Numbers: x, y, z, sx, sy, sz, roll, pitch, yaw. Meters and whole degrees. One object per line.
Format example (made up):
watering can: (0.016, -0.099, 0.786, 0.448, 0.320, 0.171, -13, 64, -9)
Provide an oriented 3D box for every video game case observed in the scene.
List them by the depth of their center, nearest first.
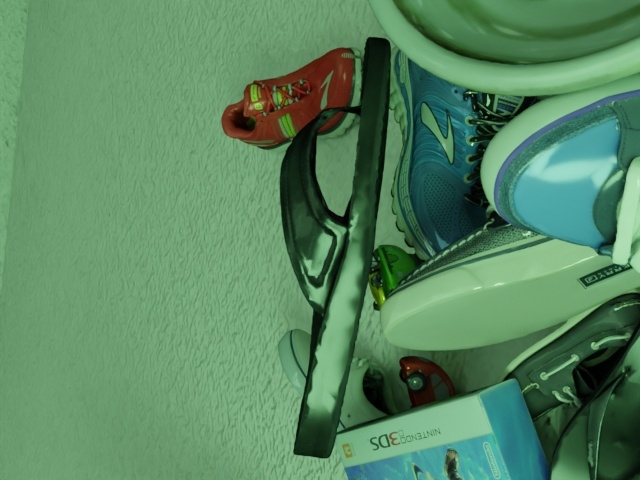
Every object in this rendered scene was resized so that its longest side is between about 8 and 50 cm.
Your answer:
video game case: (0.140, 0.294, 0.994, 0.244, 0.061, 0.269, -31, 75, 52)

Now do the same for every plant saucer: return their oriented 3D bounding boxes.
plant saucer: (0.215, -0.280, 0.757, 0.400, 0.100, 0.400, -16, 63, 33)

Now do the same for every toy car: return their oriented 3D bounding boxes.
toy car: (0.097, 0.077, 1.086, 0.225, 0.053, 0.239, 79, 174, -57)

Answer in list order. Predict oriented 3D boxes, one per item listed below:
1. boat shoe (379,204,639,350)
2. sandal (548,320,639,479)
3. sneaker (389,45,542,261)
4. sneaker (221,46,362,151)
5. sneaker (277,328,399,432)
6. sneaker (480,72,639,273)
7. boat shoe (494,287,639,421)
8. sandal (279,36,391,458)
boat shoe: (0.202, -0.024, 0.890, 0.340, 0.127, 0.158, -21, 56, 16)
sandal: (0.265, 0.158, 0.854, 0.097, 0.054, 0.254, 22, 107, 11)
sneaker: (0.154, -0.102, 1.046, 0.147, 0.129, 0.330, -39, 53, 49)
sneaker: (-0.045, -0.185, 1.368, 0.279, 0.118, 0.107, -25, 65, 52)
sneaker: (0.037, 0.180, 1.224, 0.091, 0.094, 0.258, -52, 45, 11)
sneaker: (0.283, 0.001, 0.646, 0.236, 0.322, 0.130, -96, 6, -51)
boat shoe: (0.234, 0.125, 0.934, 0.206, 0.075, 0.065, -51, 42, 32)
sandal: (0.000, 0.001, 1.037, 0.167, 0.107, 0.446, 158, 122, -89)
